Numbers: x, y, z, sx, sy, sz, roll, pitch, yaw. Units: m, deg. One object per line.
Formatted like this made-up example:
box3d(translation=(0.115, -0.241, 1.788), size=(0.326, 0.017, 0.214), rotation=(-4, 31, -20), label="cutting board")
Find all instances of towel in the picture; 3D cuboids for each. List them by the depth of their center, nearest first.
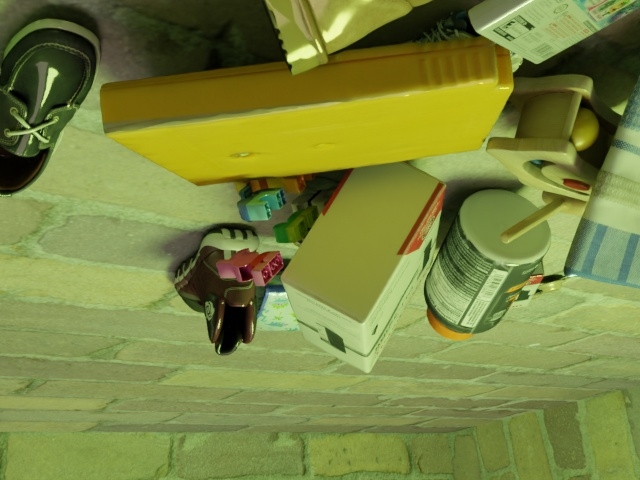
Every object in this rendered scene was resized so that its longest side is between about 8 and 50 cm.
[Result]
box3d(translation=(0.363, -0.081, 0.762), size=(0.209, 0.285, 0.034), rotation=(11, -166, -34), label="towel")

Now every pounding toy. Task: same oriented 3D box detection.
box3d(translation=(0.279, -0.060, 0.816), size=(0.154, 0.155, 0.269), rotation=(15, 177, 34), label="pounding toy")

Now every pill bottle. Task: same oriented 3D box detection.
box3d(translation=(0.226, 0.049, 1.102), size=(0.130, 0.130, 0.246), rotation=(-1, 144, -12), label="pill bottle")

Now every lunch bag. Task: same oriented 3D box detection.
box3d(translation=(-0.053, 0.096, 1.253), size=(0.128, 0.096, 0.151), rotation=(3, 166, -21), label="lunch bag")

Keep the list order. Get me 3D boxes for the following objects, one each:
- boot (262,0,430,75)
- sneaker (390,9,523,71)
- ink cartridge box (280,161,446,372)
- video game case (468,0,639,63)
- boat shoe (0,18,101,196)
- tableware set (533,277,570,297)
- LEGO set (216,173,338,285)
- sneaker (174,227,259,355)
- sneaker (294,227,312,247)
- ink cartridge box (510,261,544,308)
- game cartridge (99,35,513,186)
box3d(translation=(0.070, -0.228, 0.391), size=(0.269, 0.089, 0.236), rotation=(-24, 143, 2), label="boot")
box3d(translation=(0.114, -0.181, 0.692), size=(0.135, 0.052, 0.058), rotation=(-6, 141, 8), label="sneaker")
box3d(translation=(0.059, 0.037, 0.977), size=(0.114, 0.197, 0.273), rotation=(28, 164, 14), label="ink cartridge box")
box3d(translation=(0.182, -0.164, 0.487), size=(0.143, 0.019, 0.157), rotation=(-27, 171, 28), label="video game case")
box3d(translation=(-0.262, -0.116, 0.703), size=(0.084, 0.079, 0.233), rotation=(12, 150, -34), label="boat shoe")
box3d(translation=(0.388, 0.102, 1.468), size=(0.168, 0.020, 0.141), rotation=(-4, 165, -30), label="tableware set")
box3d(translation=(-0.064, -0.039, 0.898), size=(0.093, 0.087, 0.227), rotation=(-2, -155, 27), label="LEGO set")
box3d(translation=(-0.160, 0.104, 1.154), size=(0.106, 0.163, 0.281), rotation=(1, 157, -17), label="sneaker")
box3d(translation=(0.000, 0.000, 1.116), size=(0.083, 0.031, 0.035), rotation=(8, 154, -31), label="sneaker")
box3d(translation=(0.299, 0.064, 1.299), size=(0.127, 0.072, 0.175), rotation=(-8, 157, 3), label="ink cartridge box")
box3d(translation=(0.001, -0.111, 0.713), size=(0.323, 0.053, 0.285), rotation=(-8, 175, 5), label="game cartridge")
